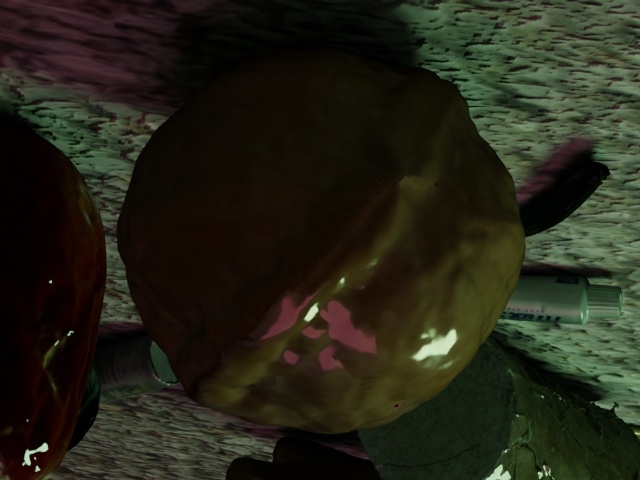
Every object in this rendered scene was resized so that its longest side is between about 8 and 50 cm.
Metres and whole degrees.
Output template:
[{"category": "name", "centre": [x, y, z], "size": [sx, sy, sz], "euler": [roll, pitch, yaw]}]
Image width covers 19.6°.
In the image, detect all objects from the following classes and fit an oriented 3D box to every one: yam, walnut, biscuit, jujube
[{"category": "yam", "centre": [0.209, 0.239, 2.081], "size": [0.241, 0.241, 0.348], "euler": [-10, 152, 34]}, {"category": "walnut", "centre": [0.003, -0.002, 1.428], "size": [0.306, 0.306, 0.344], "euler": [12, 165, -17]}, {"category": "biscuit", "centre": [0.080, 0.353, 2.339], "size": [0.368, 0.076, 0.394], "euler": [20, -176, 11]}, {"category": "jujube", "centre": [-0.295, 0.059, 1.607], "size": [0.223, 0.318, 0.223], "euler": [-1, 165, 0]}]

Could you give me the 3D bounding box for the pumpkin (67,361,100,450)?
[{"category": "pumpkin", "centre": [-0.347, 0.166, 2.126], "size": [0.202, 0.140, 0.202], "euler": [13, 137, 13]}]

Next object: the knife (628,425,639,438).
[{"category": "knife", "centre": [0.318, 0.235, 2.321], "size": [0.256, 0.022, 0.046], "euler": [9, 163, -9]}]

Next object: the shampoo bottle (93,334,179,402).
[{"category": "shampoo bottle", "centre": [-0.244, 0.156, 2.189], "size": [0.072, 0.072, 0.214], "euler": [23, 152, -39]}]

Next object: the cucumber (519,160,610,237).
[{"category": "cucumber", "centre": [0.213, -0.036, 1.633], "size": [0.036, 0.033, 0.184], "euler": [-14, 166, -22]}]

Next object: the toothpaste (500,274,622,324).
[{"category": "toothpaste", "centre": [0.154, 0.055, 1.870], "size": [0.297, 0.048, 0.075], "euler": [2, 158, 15]}]
